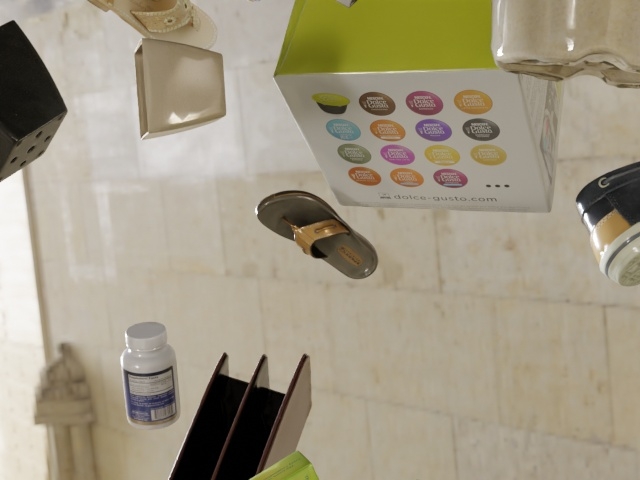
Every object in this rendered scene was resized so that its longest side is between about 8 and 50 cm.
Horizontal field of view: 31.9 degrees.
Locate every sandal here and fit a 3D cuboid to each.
[{"bbox_3d":[0.000,0.000,1.690,0.090,0.219,0.060,-40,-153,23],"label":"sandal"},{"bbox_3d":[-0.234,-0.340,1.618,0.240,0.088,0.079,23,163,-32],"label":"sandal"}]

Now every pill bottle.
[{"bbox_3d":[-0.292,0.229,1.918,0.094,0.169,0.094,-2,-159,1],"label":"pill bottle"}]

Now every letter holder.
[{"bbox_3d":[-0.129,0.313,1.668,0.152,0.302,0.214,16,149,9],"label":"letter holder"}]

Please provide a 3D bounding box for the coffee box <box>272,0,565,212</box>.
[{"bbox_3d":[0.168,-0.272,1.638,0.338,0.338,0.334,2,149,21],"label":"coffee box"}]

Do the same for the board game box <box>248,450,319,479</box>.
[{"bbox_3d":[-0.075,0.295,1.102,0.181,0.092,0.043,-28,-164,-14],"label":"board game box"}]

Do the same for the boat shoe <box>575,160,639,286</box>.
[{"bbox_3d":[0.585,-0.092,1.603,0.500,0.156,0.187,-21,147,-17],"label":"boat shoe"}]

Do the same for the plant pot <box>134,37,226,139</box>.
[{"bbox_3d":[-0.166,-0.179,1.329,0.096,0.109,0.109,-4,-179,-13],"label":"plant pot"}]

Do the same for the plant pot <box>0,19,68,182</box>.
[{"bbox_3d":[-0.513,-0.200,1.762,0.187,0.167,0.188,-46,180,43],"label":"plant pot"}]

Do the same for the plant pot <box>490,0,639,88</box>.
[{"bbox_3d":[0.306,-0.325,1.182,0.334,0.305,0.334,7,-177,0],"label":"plant pot"}]

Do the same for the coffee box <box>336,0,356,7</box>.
[{"bbox_3d":[0.053,-0.368,0.932,0.119,0.297,0.168,29,-141,4],"label":"coffee box"}]
